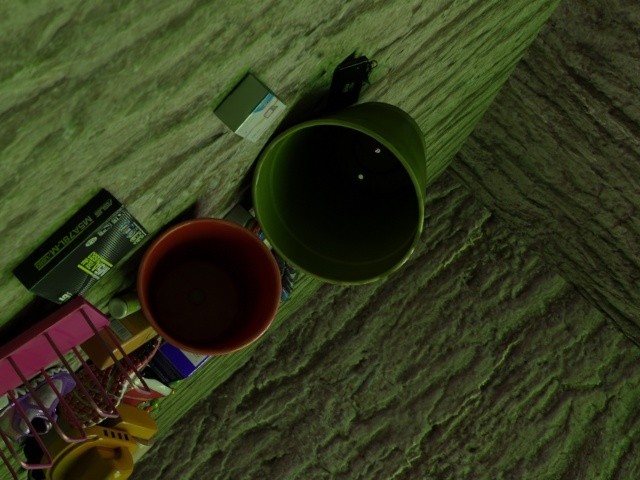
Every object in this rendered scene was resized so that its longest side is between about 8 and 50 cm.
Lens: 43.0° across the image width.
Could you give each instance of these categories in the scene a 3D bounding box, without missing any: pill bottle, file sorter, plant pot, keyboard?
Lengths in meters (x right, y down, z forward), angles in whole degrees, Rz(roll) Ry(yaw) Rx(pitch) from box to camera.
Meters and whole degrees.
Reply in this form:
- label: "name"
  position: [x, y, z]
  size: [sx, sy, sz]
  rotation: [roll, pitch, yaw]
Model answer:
- label: "pill bottle"
  position: [-0.391, 0.128, 1.652]
  size: [0.043, 0.043, 0.083]
  rotation: [-50, 171, 24]
- label: "file sorter"
  position: [-0.458, 0.264, 1.364]
  size: [0.291, 0.182, 0.202]
  rotation: [-35, 170, -11]
- label: "plant pot"
  position: [-0.238, 0.106, 1.647]
  size: [0.275, 0.275, 0.243]
  rotation: [-43, -178, -18]
- label: "plant pot"
  position: [0.083, -0.145, 1.797]
  size: [0.366, 0.366, 0.353]
  rotation: [-52, -178, 32]
- label: "keyboard"
  position: [0.061, -0.341, 1.721]
  size: [0.100, 0.038, 0.192]
  rotation: [-20, 166, -12]

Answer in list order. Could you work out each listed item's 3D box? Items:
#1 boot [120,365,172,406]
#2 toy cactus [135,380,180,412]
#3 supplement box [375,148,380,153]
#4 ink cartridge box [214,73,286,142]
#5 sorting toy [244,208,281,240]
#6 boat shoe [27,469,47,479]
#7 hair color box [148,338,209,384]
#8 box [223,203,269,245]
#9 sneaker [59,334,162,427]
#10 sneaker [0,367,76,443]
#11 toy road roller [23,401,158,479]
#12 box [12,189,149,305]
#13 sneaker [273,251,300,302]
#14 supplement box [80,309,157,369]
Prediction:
- label: "boot"
  position: [-0.512, 0.427, 2.191]
  size: [0.176, 0.088, 0.244]
  rotation: [-49, 158, -2]
- label: "toy cactus"
  position: [-0.523, 0.453, 2.411]
  size: [0.180, 0.112, 0.219]
  rotation: [-28, -172, 44]
- label: "supplement box"
  position: [0.115, -0.247, 2.113]
  size: [0.081, 0.104, 0.188]
  rotation: [-48, 170, 15]
- label: "ink cartridge box"
  position: [-0.114, -0.218, 1.353]
  size: [0.088, 0.052, 0.122]
  rotation: [-47, 172, 7]
- label: "sorting toy"
  position: [-0.106, -0.058, 1.869]
  size: [0.274, 0.046, 0.132]
  rotation: [-58, 170, -45]
- label: "boat shoe"
  position: [-0.636, 0.542, 2.167]
  size: [0.324, 0.116, 0.096]
  rotation: [-36, 171, -24]
- label: "hair color box"
  position: [-0.340, 0.266, 2.089]
  size: [0.185, 0.110, 0.339]
  rotation: [-42, -178, -22]
- label: "box"
  position: [-0.233, 0.041, 1.949]
  size: [0.232, 0.058, 0.322]
  rotation: [-46, 172, -4]
- label: "sneaker"
  position: [-0.468, 0.308, 1.862]
  size: [0.299, 0.121, 0.112]
  rotation: [-46, 175, -7]
- label: "sneaker"
  position: [-0.557, 0.331, 1.604]
  size: [0.095, 0.104, 0.236]
  rotation: [-51, 171, 19]
- label: "toy road roller"
  position: [-0.530, 0.533, 1.972]
  size: [0.202, 0.240, 0.329]
  rotation: [-46, 145, 5]
- label: "box"
  position: [-0.367, 0.018, 1.271]
  size: [0.184, 0.045, 0.190]
  rotation: [-46, 171, -10]
- label: "sneaker"
  position: [-0.089, 0.036, 2.518]
  size: [0.341, 0.125, 0.139]
  rotation: [-55, -165, 35]
- label: "supplement box"
  position: [-0.401, 0.182, 1.749]
  size: [0.233, 0.080, 0.078]
  rotation: [-32, 164, -52]
